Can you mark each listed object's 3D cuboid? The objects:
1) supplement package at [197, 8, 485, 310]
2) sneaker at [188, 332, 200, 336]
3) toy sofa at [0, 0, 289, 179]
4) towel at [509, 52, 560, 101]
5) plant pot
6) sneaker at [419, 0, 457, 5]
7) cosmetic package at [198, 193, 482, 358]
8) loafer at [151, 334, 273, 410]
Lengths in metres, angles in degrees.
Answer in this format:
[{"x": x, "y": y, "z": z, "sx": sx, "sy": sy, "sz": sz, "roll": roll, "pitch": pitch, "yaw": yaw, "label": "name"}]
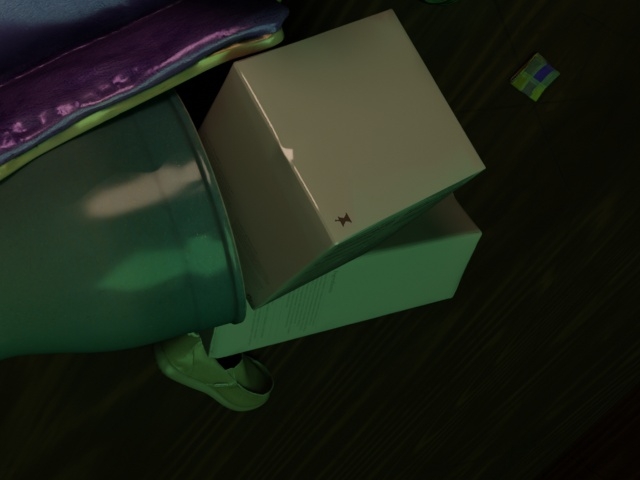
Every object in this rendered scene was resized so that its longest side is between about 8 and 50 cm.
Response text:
[{"x": -0.003, "y": -0.078, "z": 0.905, "sx": 0.198, "sy": 0.199, "sz": 0.263, "roll": -26, "pitch": 173, "yaw": -27, "label": "supplement package"}, {"x": -0.204, "y": 0.100, "z": 1.195, "sx": 0.263, "sy": 0.121, "sz": 0.099, "roll": -25, "pitch": 142, "yaw": -9, "label": "sneaker"}, {"x": -0.222, "y": -0.218, "z": 0.772, "sx": 0.363, "sy": 0.177, "sz": 0.150, "roll": -27, "pitch": 136, "yaw": -6, "label": "toy sofa"}, {"x": 0.330, "y": -0.250, "z": 1.267, "sx": 0.083, "sy": 0.009, "sz": 0.060, "roll": 21, "pitch": 118, "yaw": -46, "label": "towel"}, {"x": -0.243, "y": -0.001, "z": 0.851, "sx": 0.255, "sy": 0.271, "sz": 0.271, "roll": -19, "pitch": 141, "yaw": -16, "label": "plant pot"}, {"x": 0.200, "y": -0.417, "z": 0.920, "sx": 0.343, "sy": 0.134, "sz": 0.146, "roll": -49, "pitch": 165, "yaw": 15, "label": "sneaker"}, {"x": 0.000, "y": 0.000, "z": 1.153, "sx": 0.385, "sy": 0.217, "sz": 0.156, "roll": -9, "pitch": 139, "yaw": -25, "label": "cosmetic package"}, {"x": -0.157, "y": 0.208, "z": 1.367, "sx": 0.092, "sy": 0.102, "sz": 0.268, "roll": -38, "pitch": 142, "yaw": 17, "label": "loafer"}]
